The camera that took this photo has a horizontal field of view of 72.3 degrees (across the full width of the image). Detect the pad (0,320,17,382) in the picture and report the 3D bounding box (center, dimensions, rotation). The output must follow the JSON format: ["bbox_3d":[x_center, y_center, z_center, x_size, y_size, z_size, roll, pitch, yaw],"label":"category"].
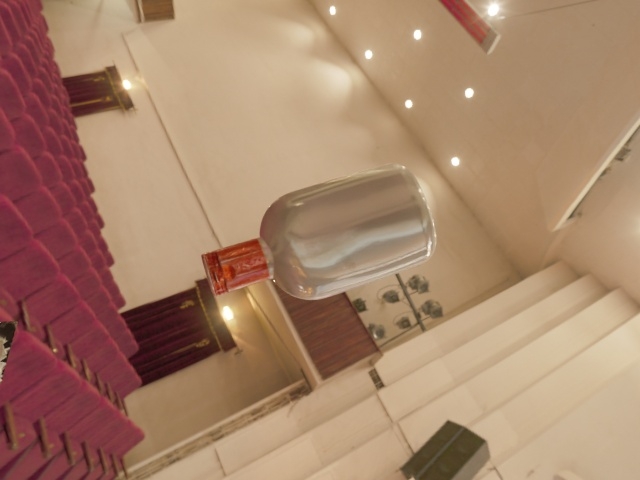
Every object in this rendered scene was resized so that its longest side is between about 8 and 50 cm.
[{"bbox_3d":[-0.406,0.247,0.342,0.007,0.247,0.368,10,-95,22],"label":"pad"}]

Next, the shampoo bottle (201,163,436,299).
[{"bbox_3d":[0.000,0.000,0.419,0.051,0.220,0.108,152,-80,-75],"label":"shampoo bottle"}]
